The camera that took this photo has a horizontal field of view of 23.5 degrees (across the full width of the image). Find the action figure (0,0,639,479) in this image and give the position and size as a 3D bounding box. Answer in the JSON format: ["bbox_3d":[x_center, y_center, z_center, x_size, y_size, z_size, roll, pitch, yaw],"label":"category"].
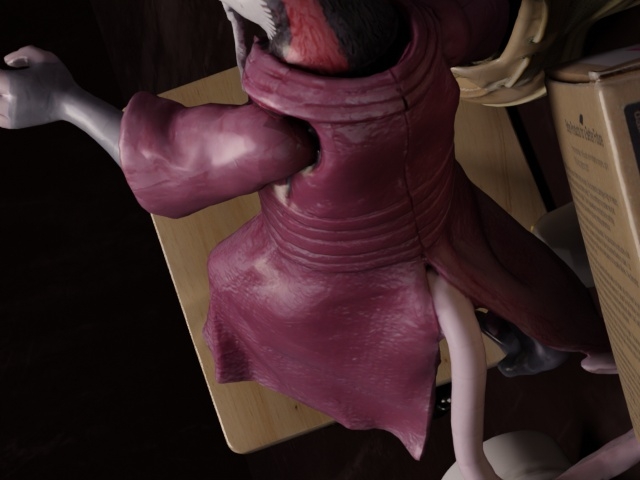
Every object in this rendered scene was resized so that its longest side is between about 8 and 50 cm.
[{"bbox_3d":[0.012,-0.019,0.756,0.276,0.248,0.370,50,167,32],"label":"action figure"}]

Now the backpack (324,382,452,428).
[{"bbox_3d":[0.000,0.000,1.286,0.263,0.213,0.276,106,150,-46],"label":"backpack"}]

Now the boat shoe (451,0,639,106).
[{"bbox_3d":[0.105,-0.142,0.902,0.302,0.098,0.109,148,106,-75],"label":"boat shoe"}]

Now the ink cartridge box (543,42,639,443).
[{"bbox_3d":[0.164,0.012,0.642,0.235,0.088,0.193,-60,-44,-81],"label":"ink cartridge box"}]

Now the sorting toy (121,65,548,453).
[{"bbox_3d":[0.022,-0.009,1.090,0.089,0.255,0.257,64,-173,-78],"label":"sorting toy"}]

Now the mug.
[{"bbox_3d":[0.160,0.004,0.929,0.078,0.064,0.062,115,136,-70],"label":"mug"}]

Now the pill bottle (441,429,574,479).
[{"bbox_3d":[0.168,0.243,1.030,0.229,0.131,0.131,-120,19,-44],"label":"pill bottle"}]
